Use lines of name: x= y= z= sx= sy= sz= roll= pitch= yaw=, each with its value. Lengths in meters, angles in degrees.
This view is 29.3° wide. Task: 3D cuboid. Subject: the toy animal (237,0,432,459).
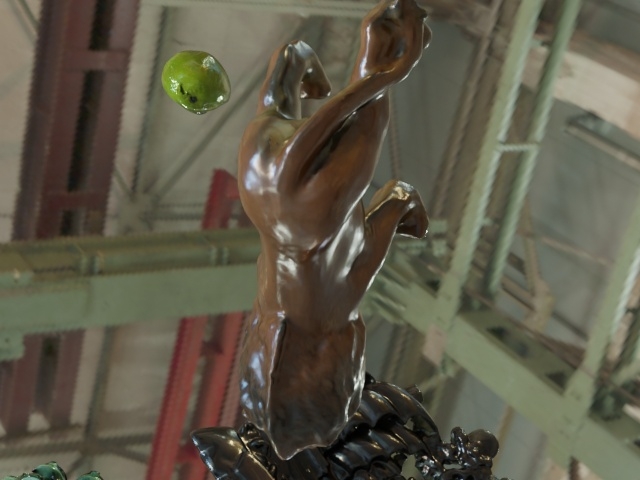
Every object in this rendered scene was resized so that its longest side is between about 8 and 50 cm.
toy animal: x=0.000 y=0.000 z=0.681 sx=0.312 sy=0.097 sz=0.157 roll=89 pitch=-162 yaw=-49

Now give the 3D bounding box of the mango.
mango: x=-0.159 y=-0.214 z=1.623 sx=0.074 sy=0.165 sz=0.091 roll=-37 pitch=-82 yaw=14

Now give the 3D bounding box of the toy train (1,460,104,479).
toy train: x=-0.262 y=0.307 z=1.302 sx=0.176 sy=0.074 sz=0.118 roll=14 pitch=-83 yaw=3

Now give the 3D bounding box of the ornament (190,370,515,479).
ornament: x=0.041 y=0.219 z=1.173 sx=0.260 sy=0.251 sz=0.106 roll=-31 pitch=-25 yaw=-15
